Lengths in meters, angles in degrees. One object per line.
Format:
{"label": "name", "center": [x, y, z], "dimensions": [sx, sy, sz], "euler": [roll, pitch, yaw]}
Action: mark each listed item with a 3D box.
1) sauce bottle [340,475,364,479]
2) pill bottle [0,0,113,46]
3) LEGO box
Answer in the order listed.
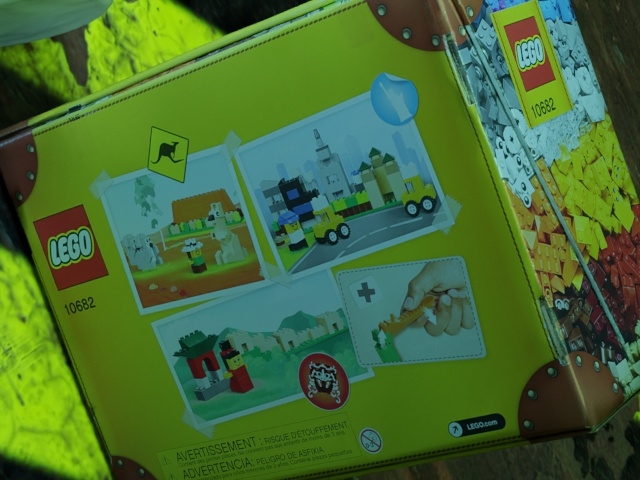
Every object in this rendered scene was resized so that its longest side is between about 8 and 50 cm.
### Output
{"label": "sauce bottle", "center": [0.003, 0.199, 1.671], "dimensions": [0.128, 0.042, 0.042], "euler": [54, 40, -21]}
{"label": "pill bottle", "center": [-0.291, -0.333, 1.392], "dimensions": [0.169, 0.169, 0.302], "euler": [-6, 81, -53]}
{"label": "LEGO box", "center": [0.000, 0.000, 1.360], "dimensions": [0.193, 0.500, 0.373], "euler": [-26, 98, -53]}
